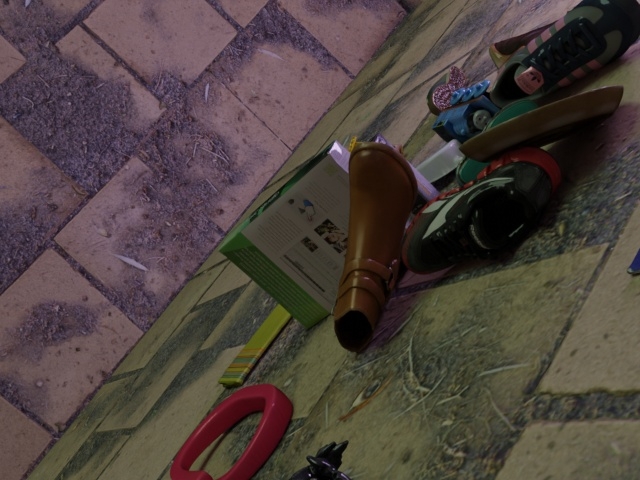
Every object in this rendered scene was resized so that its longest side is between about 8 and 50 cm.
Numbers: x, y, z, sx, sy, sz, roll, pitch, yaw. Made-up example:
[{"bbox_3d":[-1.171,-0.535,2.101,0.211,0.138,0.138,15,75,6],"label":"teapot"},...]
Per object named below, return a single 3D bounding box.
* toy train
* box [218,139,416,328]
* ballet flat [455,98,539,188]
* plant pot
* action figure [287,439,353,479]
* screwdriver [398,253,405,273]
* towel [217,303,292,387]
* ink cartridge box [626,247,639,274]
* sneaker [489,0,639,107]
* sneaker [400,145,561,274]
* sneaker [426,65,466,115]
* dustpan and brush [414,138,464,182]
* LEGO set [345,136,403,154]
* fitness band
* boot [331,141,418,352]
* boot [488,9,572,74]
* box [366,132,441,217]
[{"bbox_3d":[0.296,-0.245,1.672,0.105,0.080,0.184,-59,16,-10],"label":"toy train"},{"bbox_3d":[0.000,0.000,1.517,0.322,0.232,0.058,-38,15,35],"label":"box"},{"bbox_3d":[0.292,-0.162,1.445,0.188,0.070,0.070,-45,12,-5],"label":"ballet flat"},{"bbox_3d":[0.311,-0.156,1.198,0.236,0.032,0.236,-19,-5,-2],"label":"plant pot"},{"bbox_3d":[-0.011,0.299,0.848,0.164,0.141,0.275,-53,-15,9],"label":"action figure"},{"bbox_3d":[0.091,0.080,1.447,0.170,0.025,0.024,-44,12,10],"label":"screwdriver"},{"bbox_3d":[-0.118,0.208,1.777,0.237,0.021,0.102,-52,18,-25],"label":"towel"},{"bbox_3d":[0.448,-0.132,0.795,0.324,0.071,0.330,-54,15,-28],"label":"ink cartridge box"},{"bbox_3d":[0.391,-0.293,1.392,0.131,0.112,0.319,-41,1,-20],"label":"sneaker"},{"bbox_3d":[0.206,-0.020,1.189,0.276,0.097,0.135,-36,14,37],"label":"sneaker"},{"bbox_3d":[0.285,-0.334,2.032,0.086,0.064,0.192,-46,9,45],"label":"sneaker"},{"bbox_3d":[0.243,-0.147,1.604,0.147,0.060,0.211,-38,2,-22],"label":"dustpan and brush"},{"bbox_3d":[0.110,-0.180,2.131,0.287,0.107,0.132,-33,52,35],"label":"LEGO set"},{"bbox_3d":[-0.148,0.331,1.416,0.209,0.054,0.291,-50,13,-27],"label":"fitness band"},{"bbox_3d":[0.065,0.014,1.285,0.283,0.109,0.220,91,-164,-50],"label":"boot"},{"bbox_3d":[0.437,-0.380,1.657,0.206,0.090,0.248,-30,16,18],"label":"boot"},{"bbox_3d":[0.083,-0.053,1.521,0.231,0.183,0.056,-38,14,35],"label":"box"}]
